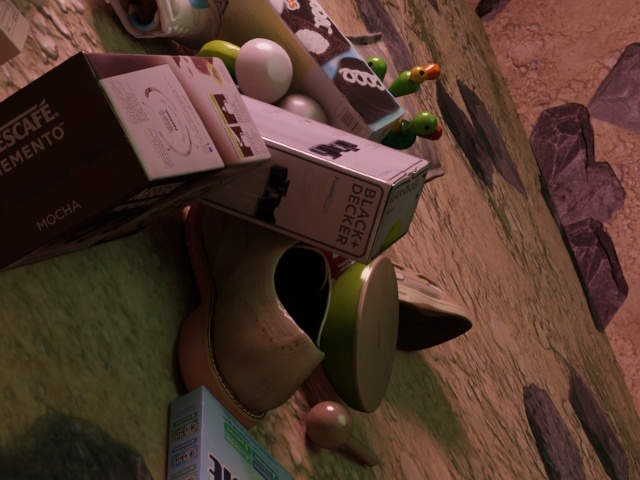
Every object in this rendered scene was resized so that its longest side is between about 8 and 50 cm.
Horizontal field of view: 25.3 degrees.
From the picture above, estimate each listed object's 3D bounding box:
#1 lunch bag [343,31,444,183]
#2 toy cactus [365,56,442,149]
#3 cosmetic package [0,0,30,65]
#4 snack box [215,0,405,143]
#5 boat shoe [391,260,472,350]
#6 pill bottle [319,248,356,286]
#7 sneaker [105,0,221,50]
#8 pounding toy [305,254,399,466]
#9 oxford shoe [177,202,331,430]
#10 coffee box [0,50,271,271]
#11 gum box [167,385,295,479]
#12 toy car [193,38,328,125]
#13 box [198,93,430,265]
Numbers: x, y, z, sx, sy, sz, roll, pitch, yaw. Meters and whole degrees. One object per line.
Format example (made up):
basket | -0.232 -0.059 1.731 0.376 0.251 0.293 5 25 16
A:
lunch bag | 0.026 -0.154 1.957 0.235 0.169 0.287 65 25 2
toy cactus | 0.072 -0.153 1.798 0.112 0.219 0.180 -31 131 -40
cosmetic package | -0.316 -0.214 1.284 0.115 0.041 0.060 52 19 -29
snack box | -0.045 -0.229 1.745 0.322 0.060 0.187 52 -27 6
boat shoe | 0.116 0.079 1.959 0.302 0.109 0.098 22 44 -56
pill bottle | 0.000 0.000 1.778 0.152 0.086 0.086 59 18 -7
sneaker | -0.191 -0.273 1.678 0.229 0.087 0.092 41 51 -59
pounding toy | 0.012 0.129 1.644 0.183 0.110 0.236 48 49 -67
oxford shoe | -0.050 0.036 1.482 0.140 0.147 0.397 48 21 -32
coffee box | -0.181 -0.075 1.247 0.118 0.168 0.297 63 17 2
gum box | -0.077 0.246 1.272 0.157 0.041 0.184 50 20 -33
toy car | -0.096 -0.143 1.674 0.136 0.159 0.182 -50 120 -30
box | -0.050 -0.078 1.456 0.290 0.087 0.169 20 16 11
